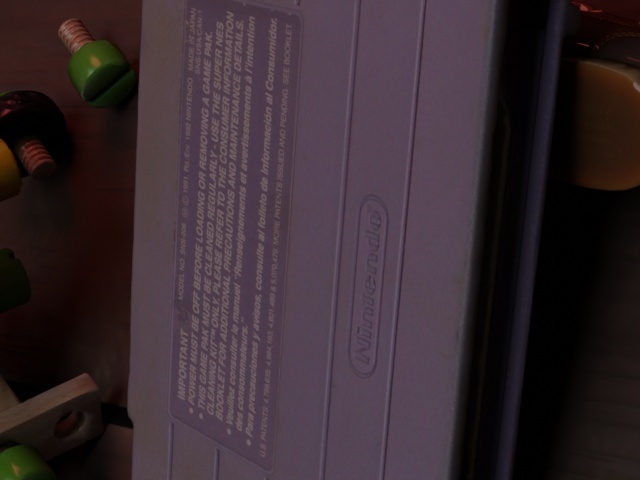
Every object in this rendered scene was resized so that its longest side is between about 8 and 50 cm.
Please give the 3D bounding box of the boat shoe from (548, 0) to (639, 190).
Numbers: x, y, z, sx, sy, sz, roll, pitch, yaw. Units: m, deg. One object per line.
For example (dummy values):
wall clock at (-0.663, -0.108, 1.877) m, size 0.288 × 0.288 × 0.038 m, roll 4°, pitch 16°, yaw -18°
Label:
boat shoe at (0.087, -0.070, 0.664) m, size 0.207 × 0.073 × 0.073 m, roll 26°, pitch 129°, yaw 42°

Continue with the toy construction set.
toy construction set at (-0.244, 0.032, 0.823) m, size 0.237 × 0.309 × 0.257 m, roll 53°, pitch 125°, yaw 33°

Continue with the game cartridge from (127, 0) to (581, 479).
game cartridge at (0.000, 0.000, 0.679) m, size 0.230 × 0.068 × 0.355 m, roll 25°, pitch 116°, yaw 49°
